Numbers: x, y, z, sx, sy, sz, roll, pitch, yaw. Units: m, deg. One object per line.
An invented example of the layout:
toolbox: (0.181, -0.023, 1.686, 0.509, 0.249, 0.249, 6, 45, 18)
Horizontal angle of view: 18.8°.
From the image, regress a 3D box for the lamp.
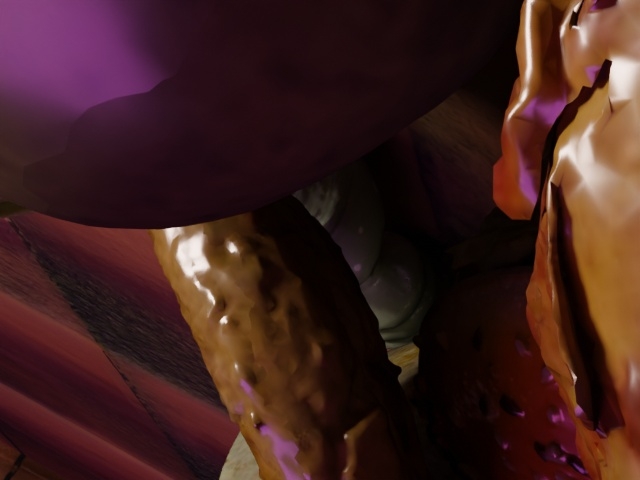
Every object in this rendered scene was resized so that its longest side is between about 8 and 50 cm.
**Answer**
lamp: (0.000, 0.000, 1.067, 0.106, 0.106, 0.193, 19, 167, 38)

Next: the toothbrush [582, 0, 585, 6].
toothbrush: (0.193, 0.041, 0.669, 0.386, 0.040, 0.040, 58, 167, 13)

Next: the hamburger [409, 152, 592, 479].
hamburger: (0.180, 0.081, 0.826, 0.300, 0.176, 0.300, 30, 161, 11)

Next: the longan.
longan: (-0.051, -0.110, 0.628, 0.246, 0.215, 0.246, 27, 154, 15)

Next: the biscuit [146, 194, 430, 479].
biscuit: (-0.010, 0.049, 0.826, 0.296, 0.075, 0.296, 63, 178, 5)

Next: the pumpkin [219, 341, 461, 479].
pumpkin: (0.122, 0.195, 1.045, 0.199, 0.332, 0.332, -26, 126, 34)

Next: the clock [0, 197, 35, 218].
clock: (-0.134, -0.064, 1.025, 0.170, 0.069, 0.232, -24, 171, 29)

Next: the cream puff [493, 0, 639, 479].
cream puff: (0.205, -0.018, 0.347, 0.350, 0.350, 0.229, 21, -158, 35)
